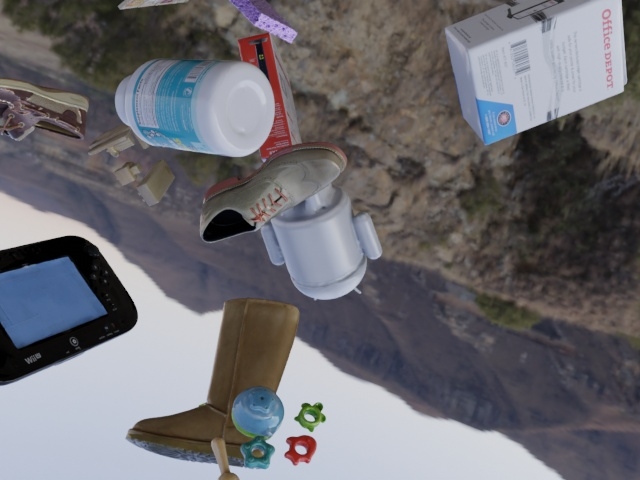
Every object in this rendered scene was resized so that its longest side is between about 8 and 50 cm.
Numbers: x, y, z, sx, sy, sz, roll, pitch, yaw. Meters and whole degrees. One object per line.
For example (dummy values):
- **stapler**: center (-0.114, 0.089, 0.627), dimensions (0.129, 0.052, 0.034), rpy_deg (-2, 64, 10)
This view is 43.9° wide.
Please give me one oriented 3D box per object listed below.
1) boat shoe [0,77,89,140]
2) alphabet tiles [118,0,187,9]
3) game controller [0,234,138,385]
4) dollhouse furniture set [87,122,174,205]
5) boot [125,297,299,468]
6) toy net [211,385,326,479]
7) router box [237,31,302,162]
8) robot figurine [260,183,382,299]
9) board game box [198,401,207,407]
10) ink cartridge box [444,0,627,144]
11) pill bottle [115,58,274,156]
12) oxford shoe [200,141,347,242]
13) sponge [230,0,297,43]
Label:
- **boat shoe**: center (-0.682, -0.289, 1.800), dimensions (0.123, 0.123, 0.342), rpy_deg (-1, 177, 39)
- **alphabet tiles**: center (-0.271, -0.577, 1.710), dimensions (0.285, 0.011, 0.342), rpy_deg (-22, -175, 36)
- **game controller**: center (-0.363, 0.082, 1.025), dimensions (0.166, 0.067, 0.319), rpy_deg (46, -158, 9)
- **dollhouse furniture set**: center (-0.416, -0.156, 1.713), dimensions (0.151, 0.123, 0.144), rpy_deg (59, -156, -25)
- **boot**: center (-0.170, 0.224, 1.301), dimensions (0.236, 0.270, 0.089), rpy_deg (8, 152, 3)
- **toy net**: center (-0.082, 0.276, 0.959), dimensions (0.122, 0.232, 0.045), rpy_deg (24, 136, 6)
- **router box**: center (-0.113, -0.324, 2.019), dimensions (0.082, 0.301, 0.335), rpy_deg (-12, 172, 4)
- **robot figurine**: center (0.000, 0.000, 1.969), dimensions (0.299, 0.354, 0.200), rpy_deg (-2, -146, 24)
- **board game box**: center (-0.200, 0.411, 1.921), dimensions (0.181, 0.043, 0.092), rpy_deg (-25, 125, 24)
- **ink cartridge box**: center (0.282, -0.237, 1.037), dimensions (0.086, 0.203, 0.148), rpy_deg (-113, 2, -52)
- **pill bottle**: center (-0.212, -0.217, 1.273), dimensions (0.264, 0.146, 0.146), rpy_deg (12, 174, 38)
- **oxford shoe**: center (-0.097, -0.082, 1.589), dimensions (0.348, 0.130, 0.123), rpy_deg (-25, 126, 30)
- **sponge**: center (-0.145, -0.490, 1.637), dimensions (0.117, 0.031, 0.210), rpy_deg (9, -146, -53)
